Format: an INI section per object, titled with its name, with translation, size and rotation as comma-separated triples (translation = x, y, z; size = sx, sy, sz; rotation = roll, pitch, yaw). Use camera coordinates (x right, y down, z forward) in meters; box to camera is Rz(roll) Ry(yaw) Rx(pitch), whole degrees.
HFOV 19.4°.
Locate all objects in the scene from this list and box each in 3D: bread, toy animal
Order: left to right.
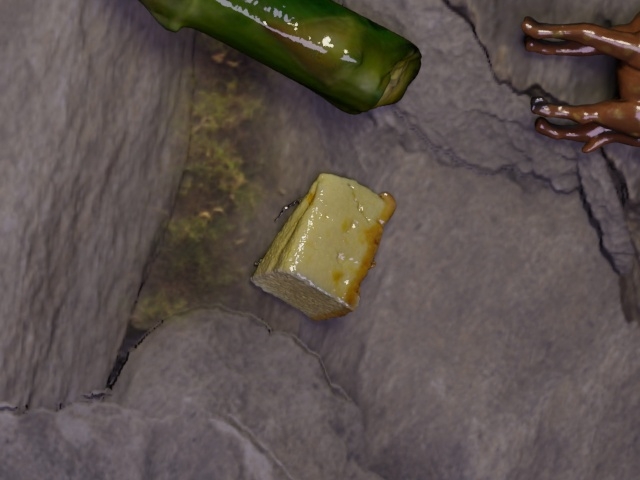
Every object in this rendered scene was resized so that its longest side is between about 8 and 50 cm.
[bread]
translation = 0.000, 0.000, 1.555
size = 0.084, 0.080, 0.109
rotation = 27, 74, -21
[toy animal]
translation = 0.274, -0.179, 1.479
size = 0.229, 0.066, 0.224
rotation = -6, 114, 7

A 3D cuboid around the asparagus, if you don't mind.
[asparagus]
translation = -0.064, -0.184, 1.418
size = 0.343, 0.085, 0.082
rotation = 27, 133, -23
